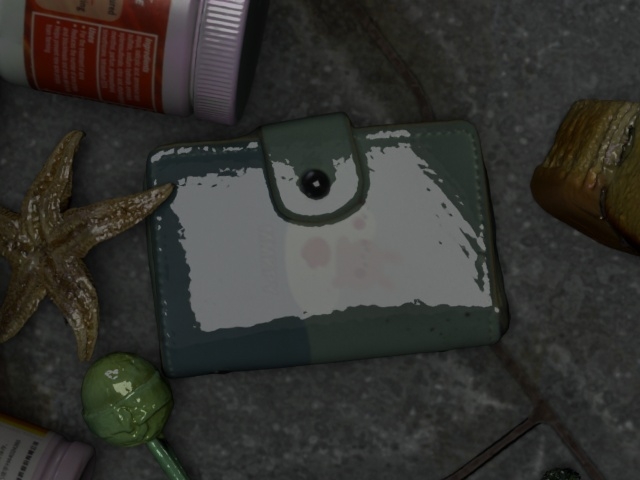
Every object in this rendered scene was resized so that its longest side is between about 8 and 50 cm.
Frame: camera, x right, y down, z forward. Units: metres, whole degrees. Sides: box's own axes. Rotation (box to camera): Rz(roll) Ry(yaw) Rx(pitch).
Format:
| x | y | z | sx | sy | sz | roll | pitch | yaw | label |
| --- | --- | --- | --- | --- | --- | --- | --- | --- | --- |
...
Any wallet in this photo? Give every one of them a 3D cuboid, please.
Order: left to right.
| x | y | z | sx | sy | sz | roll | pitch | yaw | label |
| --- | --- | --- | --- | --- | --- | --- | --- | --- | --- |
| 0.000 | 0.000 | 1.780 | 0.360 | 0.083 | 0.252 | -7 | 91 | 4 | wallet |

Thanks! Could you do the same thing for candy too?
| x | y | z | sx | sy | sz | roll | pitch | yaw | label |
| --- | --- | --- | --- | --- | --- | --- | --- | --- | --- |
| -0.132 | 0.258 | 1.796 | 0.093 | 0.092 | 0.335 | -34 | 98 | -9 | candy |

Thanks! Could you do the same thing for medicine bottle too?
| x | y | z | sx | sy | sz | roll | pitch | yaw | label |
| --- | --- | --- | --- | --- | --- | --- | --- | --- | --- |
| -0.361 | 0.226 | 1.766 | 0.249 | 0.133 | 0.133 | 18 | 91 | 3 | medicine bottle |
| -0.173 | -0.253 | 1.700 | 0.241 | 0.252 | 0.252 | 11 | 90 | 0 | medicine bottle |

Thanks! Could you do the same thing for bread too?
| x | y | z | sx | sy | sz | roll | pitch | yaw | label |
| --- | --- | --- | --- | --- | --- | --- | --- | --- | --- |
| 0.318 | -0.057 | 1.750 | 0.160 | 0.169 | 0.140 | 27 | 89 | -13 | bread |

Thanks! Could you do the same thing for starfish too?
| x | y | z | sx | sy | sz | roll | pitch | yaw | label |
| --- | --- | --- | --- | --- | --- | --- | --- | --- | --- |
| -0.274 | 0.004 | 1.784 | 0.277 | 0.062 | 0.236 | -40 | 71 | 20 | starfish |

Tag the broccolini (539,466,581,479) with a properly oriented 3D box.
| x | y | z | sx | sy | sz | roll | pitch | yaw | label |
| --- | --- | --- | --- | --- | --- | --- | --- | --- | --- |
| 0.263 | 0.344 | 1.798 | 0.054 | 0.051 | 0.239 | -15 | 96 | -10 | broccolini |
